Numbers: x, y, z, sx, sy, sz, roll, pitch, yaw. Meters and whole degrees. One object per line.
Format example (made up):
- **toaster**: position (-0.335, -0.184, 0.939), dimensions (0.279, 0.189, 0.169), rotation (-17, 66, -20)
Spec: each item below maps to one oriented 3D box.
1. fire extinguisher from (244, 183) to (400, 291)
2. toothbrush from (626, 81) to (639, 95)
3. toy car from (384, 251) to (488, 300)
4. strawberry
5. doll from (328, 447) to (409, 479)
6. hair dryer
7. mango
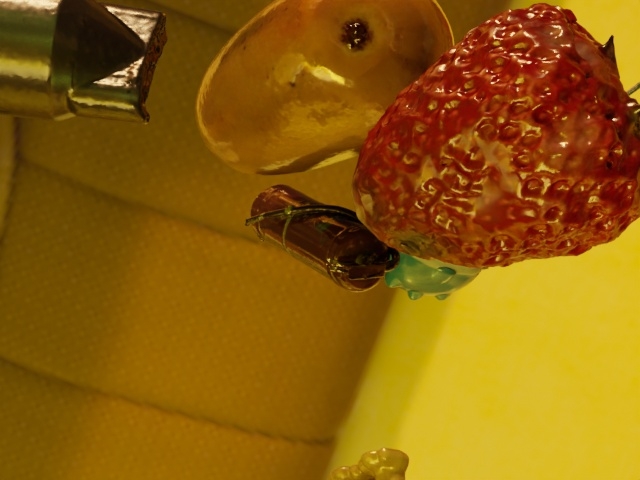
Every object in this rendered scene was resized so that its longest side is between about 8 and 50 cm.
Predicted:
- **fire extinguisher**: position (0.000, 0.000, 2.250), dimensions (0.341, 0.141, 0.105), rotation (29, -59, 58)
- **toothbrush**: position (0.453, -0.218, 2.183), dimensions (0.167, 0.014, 0.011), rotation (-35, -166, -10)
- **toy car**: position (0.155, -0.017, 2.397), dimensions (0.190, 0.188, 0.255), rotation (-54, -146, 37)
- **strawberry**: position (0.215, -0.106, 1.729), dimensions (0.310, 0.292, 0.292), rotation (-27, 149, -26)
- **doll**: position (0.059, 0.395, 1.514), dimensions (0.199, 0.145, 0.363), rotation (-37, -132, 50)
- **hair dryer**: position (-0.261, -0.088, 1.312), dimensions (0.116, 0.244, 0.302), rotation (-79, 179, -47)
- **mango**: position (-0.006, -0.213, 2.102), dimensions (0.300, 0.232, 0.445), rotation (-11, 170, -34)
